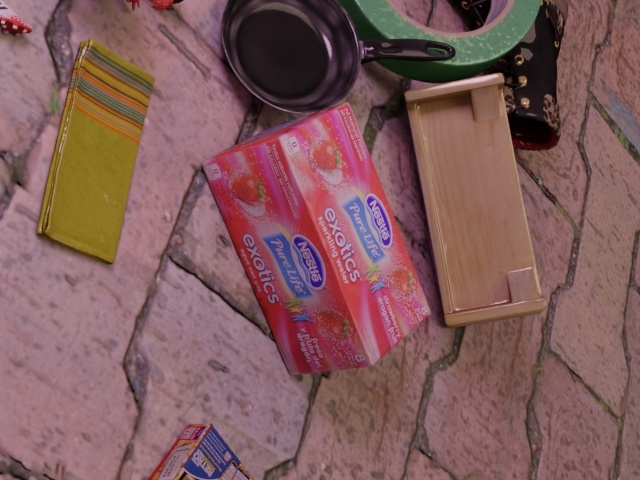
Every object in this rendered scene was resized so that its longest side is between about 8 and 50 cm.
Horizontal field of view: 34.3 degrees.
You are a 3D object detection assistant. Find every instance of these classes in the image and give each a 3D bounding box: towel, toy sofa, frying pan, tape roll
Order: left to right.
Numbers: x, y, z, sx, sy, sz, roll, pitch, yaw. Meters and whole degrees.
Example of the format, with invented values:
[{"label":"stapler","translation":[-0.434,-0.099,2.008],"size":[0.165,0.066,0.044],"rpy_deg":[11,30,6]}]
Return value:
[{"label":"towel","translation":[-0.245,-0.100,1.152],"size":[0.102,0.021,0.237],"rpy_deg":[26,63,-40]},{"label":"frying pan","translation":[0.010,-0.278,1.385],"size":[0.326,0.053,0.197],"rpy_deg":[-25,88,-30]},{"label":"tape roll","translation":[0.167,-0.394,1.519],"size":[0.321,0.077,0.321],"rpy_deg":[4,77,-16]},{"label":"toy sofa","translation":[0.228,-0.056,1.556],"size":[0.177,0.150,0.363],"rpy_deg":[7,73,-83]}]

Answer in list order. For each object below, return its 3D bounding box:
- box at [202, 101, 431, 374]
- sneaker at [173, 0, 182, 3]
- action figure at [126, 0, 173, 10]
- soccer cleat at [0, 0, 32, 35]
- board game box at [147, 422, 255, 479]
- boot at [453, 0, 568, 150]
[{"label":"box","translation":[0.000,0.000,1.302],"size":[0.154,0.142,0.300],"rpy_deg":[-33,105,-47]},{"label":"sneaker","translation":[-0.210,-0.376,1.210],"size":[0.081,0.080,0.211],"rpy_deg":[-50,118,-38]},{"label":"action figure","translation":[-0.271,-0.344,1.145],"size":[0.280,0.139,0.091],"rpy_deg":[48,49,1]},{"label":"soccer cleat","translation":[-0.336,-0.241,1.081],"size":[0.083,0.029,0.036],"rpy_deg":[19,71,-38]},{"label":"board game box","translation":[-0.143,0.322,1.143],"size":[0.147,0.045,0.193],"rpy_deg":[57,46,-22]},{"label":"boot","translation":[0.290,-0.330,1.707],"size":[0.377,0.138,0.284],"rpy_deg":[24,64,-48]}]
